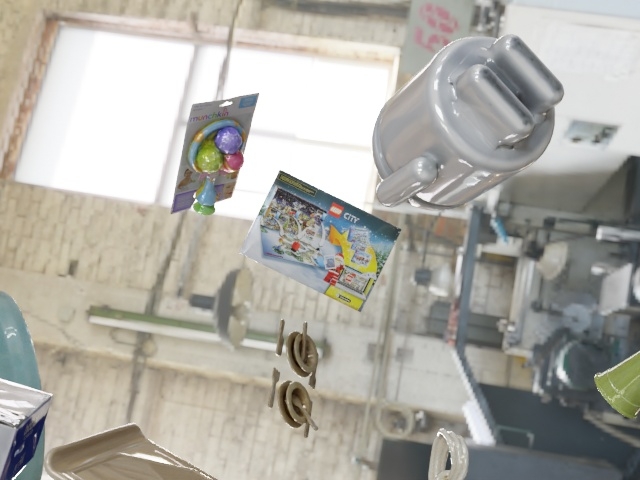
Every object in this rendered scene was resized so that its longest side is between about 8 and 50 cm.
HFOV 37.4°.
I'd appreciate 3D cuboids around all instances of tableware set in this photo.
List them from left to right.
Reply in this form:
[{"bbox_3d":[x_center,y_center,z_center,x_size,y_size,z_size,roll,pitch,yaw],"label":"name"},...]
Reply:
[{"bbox_3d":[-0.033,0.248,1.712,0.128,0.039,0.194,47,-144,-37],"label":"tableware set"}]

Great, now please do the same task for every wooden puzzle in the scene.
[{"bbox_3d":[-0.208,0.327,1.209,0.044,0.239,0.221,-64,-18,9],"label":"wooden puzzle"}]

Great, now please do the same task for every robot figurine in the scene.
[{"bbox_3d":[0.198,-0.161,1.368,0.300,0.200,0.353,-41,2,-24],"label":"robot figurine"}]

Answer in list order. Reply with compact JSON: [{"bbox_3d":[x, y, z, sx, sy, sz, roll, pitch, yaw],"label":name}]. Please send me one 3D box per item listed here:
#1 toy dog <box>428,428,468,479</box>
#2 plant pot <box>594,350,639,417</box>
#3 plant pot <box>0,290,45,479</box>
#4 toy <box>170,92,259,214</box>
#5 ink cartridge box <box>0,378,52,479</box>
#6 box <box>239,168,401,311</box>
[{"bbox_3d":[0.084,0.414,1.293,0.333,0.161,0.220,113,158,-43],"label":"toy dog"},{"bbox_3d":[0.462,0.204,1.388,0.079,0.083,0.083,-50,8,28],"label":"plant pot"},{"bbox_3d":[-0.498,0.219,1.213,0.293,0.196,0.293,9,101,55],"label":"plant pot"},{"bbox_3d":[-0.174,-0.137,1.636,0.137,0.056,0.237,-17,-36,-37],"label":"toy"},{"bbox_3d":[-0.269,0.087,0.542,0.097,0.207,0.046,-163,90,-85],"label":"ink cartridge box"},{"bbox_3d":[0.000,0.000,1.612,0.159,0.233,0.044,-63,1,3],"label":"box"}]
